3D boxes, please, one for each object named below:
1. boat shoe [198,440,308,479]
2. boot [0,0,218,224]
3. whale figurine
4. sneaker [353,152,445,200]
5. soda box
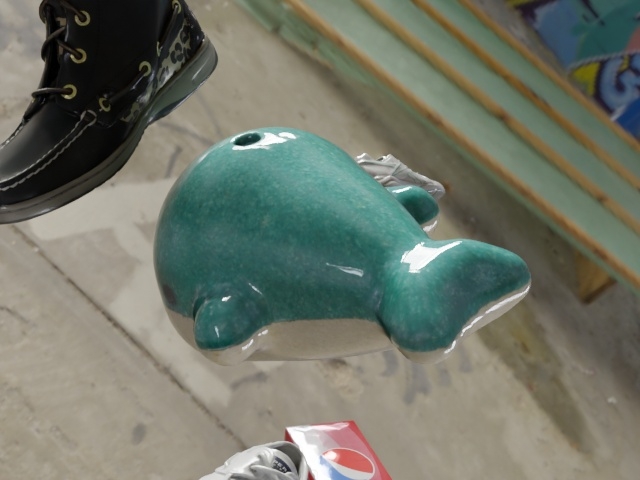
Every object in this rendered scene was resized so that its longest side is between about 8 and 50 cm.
[{"bbox_3d":[-0.062,0.230,0.893,0.095,0.084,0.258,42,1,3],"label":"boat shoe"},{"bbox_3d":[-0.170,-0.139,0.629,0.236,0.085,0.179,-52,137,-40],"label":"boot"},{"bbox_3d":[0.000,0.000,0.638,0.216,0.272,0.141,-30,116,-33],"label":"whale figurine"},{"bbox_3d":[0.097,-0.074,1.169,0.152,0.053,0.061,8,55,-47],"label":"sneaker"},{"bbox_3d":[0.038,0.300,1.030,0.092,0.084,0.263,-2,24,-22],"label":"soda box"}]
